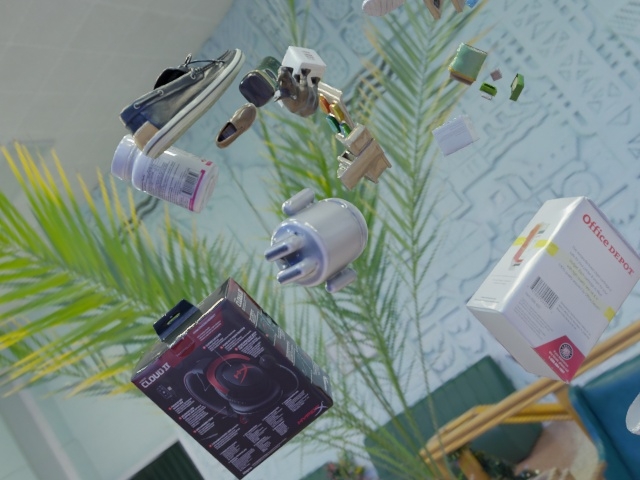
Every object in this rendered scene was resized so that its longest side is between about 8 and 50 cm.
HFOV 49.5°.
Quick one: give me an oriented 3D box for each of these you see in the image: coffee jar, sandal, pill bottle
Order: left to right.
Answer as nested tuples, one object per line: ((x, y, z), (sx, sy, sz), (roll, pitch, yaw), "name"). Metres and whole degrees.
((-0.459, -0.202, 2.055), (0.160, 0.283, 0.160), (22, -90, -90), "pill bottle")
((-0.156, -0.438, 1.916), (0.079, 0.096, 0.184), (-37, 15, 30), "coffee jar")
((0.202, -0.623, 1.619), (0.265, 0.076, 0.102), (-22, -24, 32), "sandal")

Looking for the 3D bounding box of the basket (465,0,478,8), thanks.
((0.499, -0.748, 1.777), (0.289, 0.201, 0.255), (-56, 6, -25), "basket")

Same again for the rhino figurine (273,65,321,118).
((-0.056, -0.344, 1.598), (0.073, 0.106, 0.243), (5, 4, 15), "rhino figurine")

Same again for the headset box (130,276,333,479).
((-0.155, 0.223, 1.173), (0.218, 0.293, 0.110), (-41, 15, 9), "headset box")

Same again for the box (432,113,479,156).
((0.397, -0.308, 2.030), (0.102, 0.087, 0.101), (-27, 1, 26), "box")

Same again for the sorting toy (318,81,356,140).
((0.053, -0.387, 2.181), (0.038, 0.208, 0.193), (-32, 33, -10), "sorting toy")

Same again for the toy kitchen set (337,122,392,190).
((0.033, -0.108, 0.908), (0.068, 0.075, 0.083), (-49, -44, -8), "toy kitchen set")

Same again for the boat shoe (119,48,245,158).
((-0.366, -0.415, 1.909), (0.187, 0.156, 0.500), (-39, 12, 47), "boat shoe")

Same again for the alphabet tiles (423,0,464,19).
((0.147, -0.481, 0.906), (0.011, 0.343, 0.285), (0, -23, 34), "alphabet tiles")

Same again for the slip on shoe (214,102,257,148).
((-0.205, -0.279, 1.678), (0.135, 0.051, 0.041), (-45, -5, -3), "slip on shoe")

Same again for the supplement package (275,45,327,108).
((-0.075, -0.542, 2.327), (0.105, 0.105, 0.179), (-2, -45, -36), "supplement package")

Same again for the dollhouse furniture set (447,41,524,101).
((0.335, -0.334, 1.410), (0.059, 0.151, 0.076), (-67, -1, -51), "dollhouse furniture set")

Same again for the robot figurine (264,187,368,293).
((0.000, 0.000, 1.950), (0.199, 0.300, 0.353), (-21, 7, 42), "robot figurine")

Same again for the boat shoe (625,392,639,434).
((0.836, 0.357, 1.609), (0.113, 0.104, 0.306), (-79, 6, -57), "boat shoe")

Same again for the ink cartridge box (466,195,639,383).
((0.603, 0.119, 1.768), (0.385, 0.279, 0.160), (-49, 16, -15), "ink cartridge box")
